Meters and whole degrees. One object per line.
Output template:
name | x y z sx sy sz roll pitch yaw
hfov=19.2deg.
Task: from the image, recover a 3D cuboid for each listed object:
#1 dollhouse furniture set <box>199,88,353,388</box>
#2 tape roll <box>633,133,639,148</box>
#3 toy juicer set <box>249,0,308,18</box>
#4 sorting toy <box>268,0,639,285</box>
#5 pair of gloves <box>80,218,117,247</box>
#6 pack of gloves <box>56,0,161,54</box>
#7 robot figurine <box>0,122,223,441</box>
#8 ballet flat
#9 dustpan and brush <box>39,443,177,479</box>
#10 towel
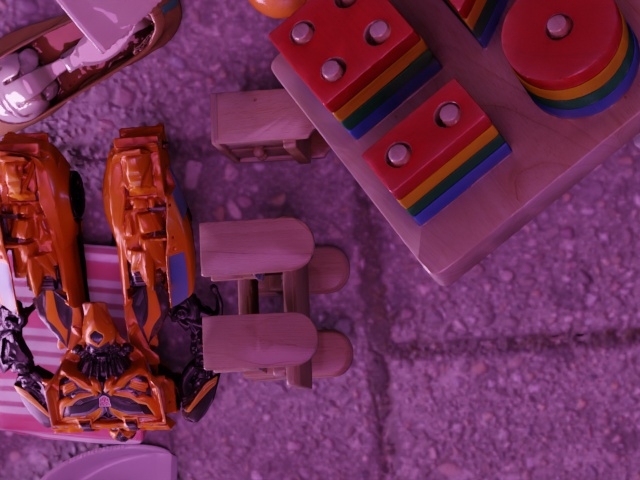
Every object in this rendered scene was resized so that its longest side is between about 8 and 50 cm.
dollhouse furniture set | 0.000 0.000 1.568 0.161 0.212 0.242 -3 82 8
tape roll | 0.364 -0.156 1.434 0.100 0.286 0.286 37 109 -7
toy juicer set | -0.077 -0.320 1.507 0.209 0.089 0.329 -44 104 -3
sorting toy | 0.109 -0.146 1.427 0.255 0.257 0.089 -39 146 4
pair of gloves | -0.203 0.019 1.696 0.083 0.010 0.074 12 110 2
pack of gloves | -0.189 -0.300 1.550 0.195 0.046 0.232 -44 95 -4
robot figurine | -0.191 0.047 1.628 0.211 0.085 0.291 -3 110 8
ballet flat | -0.225 -0.153 1.603 0.232 0.073 0.080 -30 104 15
dustpan and brush | -0.242 0.258 1.725 0.211 0.060 0.147 -2 71 8
towel | -0.225 0.091 1.710 0.144 0.029 0.197 5 111 3
